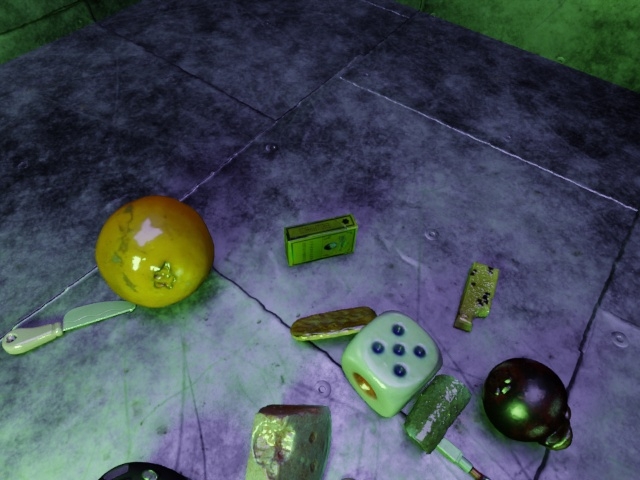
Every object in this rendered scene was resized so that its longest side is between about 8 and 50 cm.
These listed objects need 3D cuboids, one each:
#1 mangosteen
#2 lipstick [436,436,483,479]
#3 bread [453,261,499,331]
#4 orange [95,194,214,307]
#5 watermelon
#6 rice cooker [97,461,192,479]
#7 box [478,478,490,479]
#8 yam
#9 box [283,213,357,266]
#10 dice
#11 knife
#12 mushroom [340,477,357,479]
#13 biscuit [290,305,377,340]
[{"bbox_3d":[0.500,0.389,1.013,0.209,0.210,0.210,1,55,-2],"label":"mangosteen"},{"bbox_3d":[0.335,0.527,0.999,0.129,0.030,0.030,36,60,21],"label":"lipstick"},{"bbox_3d":[0.470,0.170,1.246,0.087,0.049,0.226,21,57,12],"label":"bread"},{"bbox_3d":[-0.452,0.029,1.155,0.311,0.312,0.313,1,55,-2],"label":"orange"},{"bbox_3d":[-0.104,0.481,0.912,0.147,0.226,0.318,0,37,31],"label":"watermelon"},{"bbox_3d":[-0.354,0.574,0.813,0.266,0.225,0.268,1,47,-2],"label":"rice cooker"},{"bbox_3d":[0.437,0.675,0.853,0.299,0.107,0.200,25,57,16],"label":"box"},{"bbox_3d":[0.279,0.425,1.024,0.107,0.107,0.183,37,62,21],"label":"yam"},{"bbox_3d":[0.000,0.000,1.290,0.219,0.141,0.064,-13,56,-12],"label":"box"},{"bbox_3d":[0.176,0.308,1.048,0.191,0.193,0.194,-35,62,-25],"label":"dice"},{"bbox_3d":[-0.698,0.228,1.173,0.335,0.043,0.081,-18,51,-22],"label":"knife"},{"bbox_3d":[0.063,0.573,0.923,0.084,0.079,0.085,0,52,0],"label":"mushroom"},{"bbox_3d":[0.037,0.232,1.158,0.246,0.029,0.118,-9,17,1],"label":"biscuit"}]
